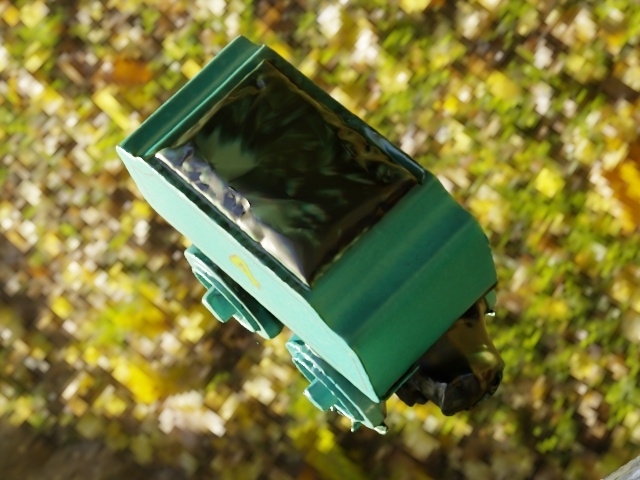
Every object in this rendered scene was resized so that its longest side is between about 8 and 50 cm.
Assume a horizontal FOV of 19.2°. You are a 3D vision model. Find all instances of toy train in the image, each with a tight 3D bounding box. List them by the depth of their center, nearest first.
[{"bbox_3d":[0.000,0.000,0.885,0.198,0.107,0.154,40,168,28],"label":"toy train"}]

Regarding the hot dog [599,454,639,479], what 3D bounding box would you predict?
[{"bbox_3d":[0.162,0.159,0.569,0.075,0.144,0.268,-19,124,37],"label":"hot dog"}]
